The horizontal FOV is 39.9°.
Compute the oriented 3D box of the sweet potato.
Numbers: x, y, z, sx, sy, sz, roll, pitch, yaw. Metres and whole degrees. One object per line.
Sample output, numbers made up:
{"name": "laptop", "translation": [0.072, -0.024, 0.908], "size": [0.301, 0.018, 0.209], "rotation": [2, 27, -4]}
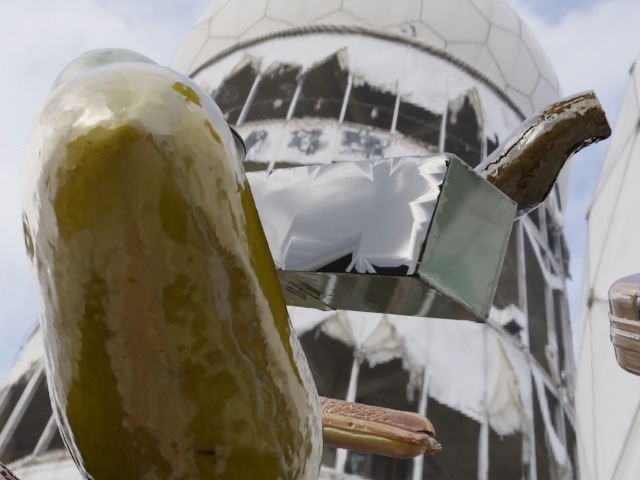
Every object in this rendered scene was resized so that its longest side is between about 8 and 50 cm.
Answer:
{"name": "sweet potato", "translation": [0.230, -0.070, 1.060], "size": [0.085, 0.112, 0.286], "rotation": [49, -52, 8]}

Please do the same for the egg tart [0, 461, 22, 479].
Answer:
{"name": "egg tart", "translation": [-0.189, 0.199, 0.439], "size": [0.203, 0.147, 0.202], "rotation": [32, -32, 23]}

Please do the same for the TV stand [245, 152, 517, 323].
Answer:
{"name": "TV stand", "translation": [0.000, 0.000, 0.645], "size": [0.270, 0.088, 0.083], "rotation": [-2, -25, 47]}

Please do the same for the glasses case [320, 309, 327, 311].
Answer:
{"name": "glasses case", "translation": [0.058, 0.020, 1.290], "size": [0.267, 0.067, 0.103], "rotation": [-38, -107, 44]}

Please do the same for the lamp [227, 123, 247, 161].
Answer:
{"name": "lamp", "translation": [-0.217, -0.082, 1.450], "size": [0.172, 0.227, 0.147], "rotation": [-22, -48, 41]}

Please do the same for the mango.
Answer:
{"name": "mango", "translation": [-0.079, 0.048, 0.484], "size": [0.142, 0.195, 0.331], "rotation": [-15, -56, -12]}

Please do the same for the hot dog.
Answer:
{"name": "hot dog", "translation": [0.063, 0.276, 1.278], "size": [0.236, 0.092, 0.062], "rotation": [7, -76, 26]}

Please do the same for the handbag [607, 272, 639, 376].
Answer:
{"name": "handbag", "translation": [0.575, 0.104, 1.185], "size": [0.302, 0.283, 0.149], "rotation": [-10, -81, -13]}

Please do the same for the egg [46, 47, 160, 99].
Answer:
{"name": "egg", "translation": [-0.248, -0.131, 1.117], "size": [0.177, 0.177, 0.228], "rotation": [-16, -80, 22]}
